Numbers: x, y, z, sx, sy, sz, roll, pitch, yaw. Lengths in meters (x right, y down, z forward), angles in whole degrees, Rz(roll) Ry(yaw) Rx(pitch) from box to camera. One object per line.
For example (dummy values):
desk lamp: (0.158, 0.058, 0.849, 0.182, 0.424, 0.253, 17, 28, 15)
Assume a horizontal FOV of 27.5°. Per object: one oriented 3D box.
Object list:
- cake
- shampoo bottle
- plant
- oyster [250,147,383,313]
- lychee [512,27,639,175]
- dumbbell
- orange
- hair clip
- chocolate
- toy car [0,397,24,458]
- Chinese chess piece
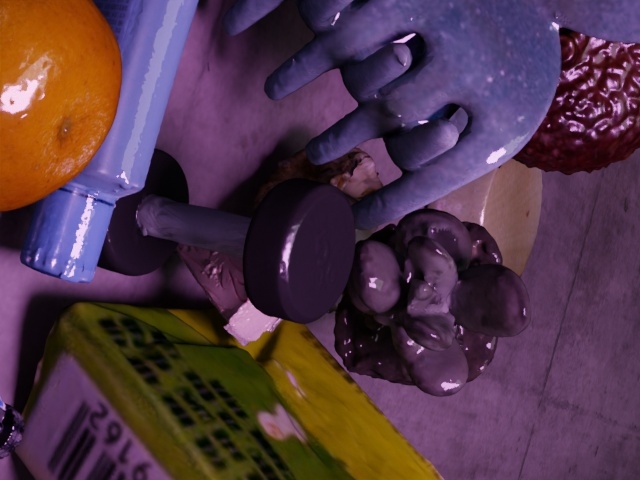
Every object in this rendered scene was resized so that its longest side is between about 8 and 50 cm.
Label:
cake: (-0.075, 0.021, 1.022, 0.065, 0.121, 0.052, -47, 142, 0)
shampoo bottle: (-0.143, -0.099, 0.885, 0.061, 0.103, 0.259, 20, 85, -42)
plant: (0.082, 0.052, 1.056, 0.274, 0.146, 0.149, 78, 9, -83)
oyster: (-0.005, 0.004, 1.185, 0.294, 0.094, 0.166, 69, 38, -70)
lychee: (0.258, -0.197, 1.375, 0.260, 0.260, 0.261, -31, 127, -51)
dumbbell: (-0.077, -0.008, 0.941, 0.100, 0.191, 0.100, -28, 124, -53)
orange: (-0.195, -0.095, 0.781, 0.154, 0.134, 0.155, -44, 159, -23)
hair clip: (0.071, -0.199, 0.984, 0.238, 0.392, 0.318, -37, 98, -29)
chocolate: (-0.047, 0.190, 0.980, 0.137, 0.301, 0.288, -50, 155, 19)
toy car: (-0.259, 0.161, 0.822, 0.080, 0.070, 0.171, 49, 58, -55)
Chinese chess piece: (0.188, -0.034, 1.495, 0.188, 0.083, 0.189, -24, 119, -55)
